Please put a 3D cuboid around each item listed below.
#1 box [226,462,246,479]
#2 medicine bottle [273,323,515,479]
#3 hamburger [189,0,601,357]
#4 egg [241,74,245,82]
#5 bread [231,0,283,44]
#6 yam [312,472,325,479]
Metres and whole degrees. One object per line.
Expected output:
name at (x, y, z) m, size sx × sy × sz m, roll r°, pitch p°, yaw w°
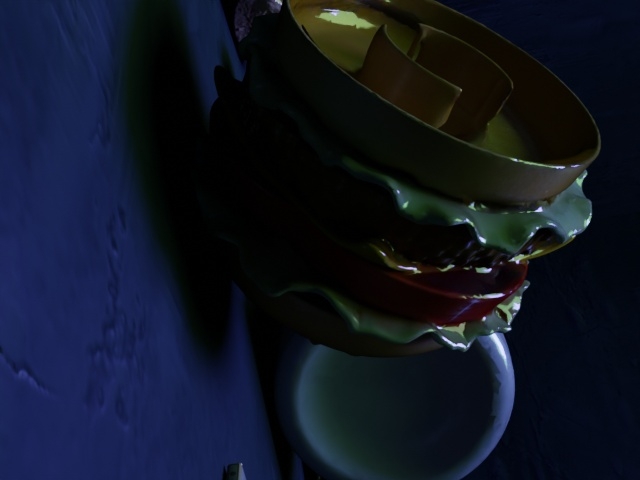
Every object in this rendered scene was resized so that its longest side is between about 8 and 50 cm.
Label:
box at (-0.049, 0.177, 0.577) m, size 0.083 × 0.012 × 0.046 m, roll -91°, pitch 171°, yaw -64°
medicine bottle at (0.062, 0.075, 0.977) m, size 0.371 × 0.211 × 0.211 m, roll -89°, pitch 169°, yaw -72°
hamburger at (0.041, -0.039, 0.680) m, size 0.274 × 0.275 × 0.212 m, roll -94°, pitch -153°, yaw -55°
egg at (-0.028, -0.118, 0.925) m, size 0.103 × 0.103 × 0.135 m, roll -52°, pitch 130°, yaw -85°
bread at (-0.058, -0.241, 1.044) m, size 0.192 × 0.067 × 0.119 m, roll -94°, pitch 165°, yaw -65°
yam at (0.060, 0.286, 1.097) m, size 0.279 × 0.131 × 0.131 m, roll 62°, pitch 19°, yaw -72°
